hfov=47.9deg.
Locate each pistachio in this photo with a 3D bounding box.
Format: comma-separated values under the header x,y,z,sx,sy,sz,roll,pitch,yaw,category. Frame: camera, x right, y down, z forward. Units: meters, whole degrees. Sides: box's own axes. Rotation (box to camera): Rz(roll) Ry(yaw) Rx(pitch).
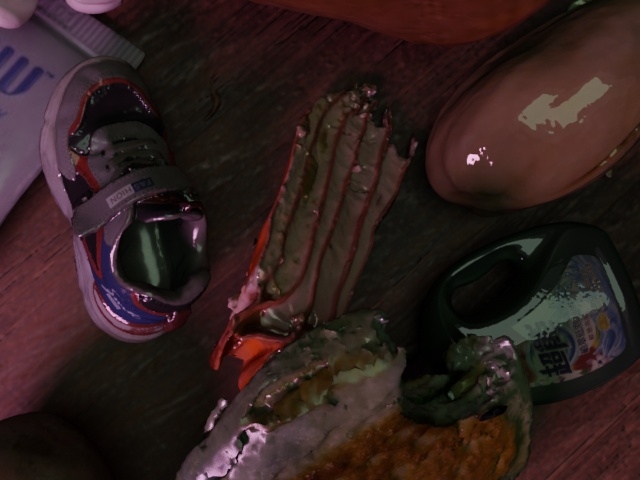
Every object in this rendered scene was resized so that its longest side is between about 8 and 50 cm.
x,y,z,sx,sy,sz,roll,pitch,yaw,category
0.185,-0.105,0.574,0.226,0.136,0.136,-39,93,11,pistachio

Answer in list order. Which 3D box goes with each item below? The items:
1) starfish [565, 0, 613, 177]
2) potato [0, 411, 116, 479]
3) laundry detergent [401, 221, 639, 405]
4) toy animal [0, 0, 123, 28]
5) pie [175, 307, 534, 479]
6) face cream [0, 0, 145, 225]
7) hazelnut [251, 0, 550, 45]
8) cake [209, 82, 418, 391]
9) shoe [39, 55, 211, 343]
x,y,z,sx,sy,sz,roll,pitch,yaw,category
0.309,-0.150,0.628,0.223,0.050,0.216,25,103,-8,starfish
-0.209,0.258,0.522,0.165,0.165,0.262,-1,77,-5,potato
0.146,0.076,0.601,0.222,0.078,0.144,-19,91,-3,laundry detergent
-0.238,-0.249,0.532,0.193,0.127,0.178,4,64,-14,toy animal
0.022,0.176,0.519,0.303,0.067,0.302,-14,130,-17,pie
-0.351,-0.048,0.551,0.235,0.137,0.420,32,75,-3,face cream
0.043,-0.312,0.492,0.372,0.315,0.372,10,63,-21,hazelnut
-0.006,-0.003,0.588,0.098,0.135,0.287,25,67,0,cake
-0.141,-0.031,0.538,0.099,0.125,0.227,-14,95,-28,shoe
